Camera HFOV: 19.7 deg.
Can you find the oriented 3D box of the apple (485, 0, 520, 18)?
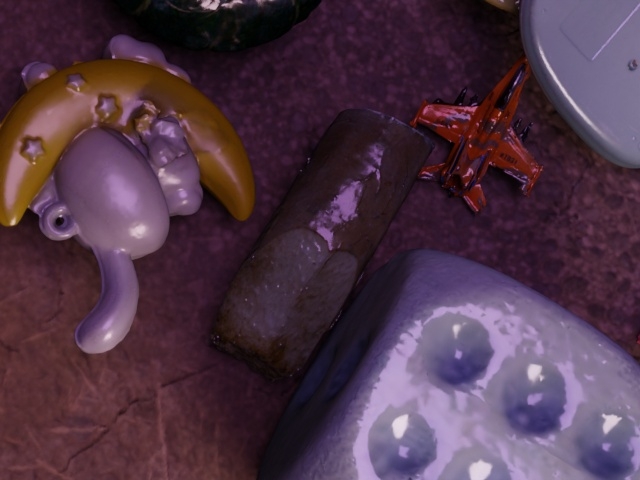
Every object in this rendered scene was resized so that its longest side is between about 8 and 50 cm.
[{"bbox_3d":[0.220,-0.340,1.757,0.193,0.120,0.265,29,92,-10],"label":"apple"}]

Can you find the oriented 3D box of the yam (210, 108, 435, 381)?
[{"bbox_3d":[0.000,0.000,1.679,0.106,0.106,0.259,32,75,-7],"label":"yam"}]

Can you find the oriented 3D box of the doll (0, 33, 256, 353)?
[{"bbox_3d":[-0.183,-0.056,1.642,0.237,0.111,0.252,-34,89,-30],"label":"doll"}]

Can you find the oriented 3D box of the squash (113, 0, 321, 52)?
[{"bbox_3d":[-0.096,-0.297,1.663,0.252,0.165,0.252,3,80,-16],"label":"squash"}]

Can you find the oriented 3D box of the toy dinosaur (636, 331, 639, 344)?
[{"bbox_3d":[0.390,0.076,1.734,0.286,0.139,0.070,-34,91,-15],"label":"toy dinosaur"}]

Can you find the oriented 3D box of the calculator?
[{"bbox_3d":[0.302,-0.172,1.742,0.184,0.042,0.295,-49,119,-3],"label":"calculator"}]

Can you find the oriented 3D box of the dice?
[{"bbox_3d":[0.117,0.181,1.595,0.268,0.262,0.264,33,76,-6],"label":"dice"}]

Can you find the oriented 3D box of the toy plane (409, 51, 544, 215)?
[{"bbox_3d":[0.165,-0.121,1.746,0.135,0.062,0.188,28,89,-4],"label":"toy plane"}]
